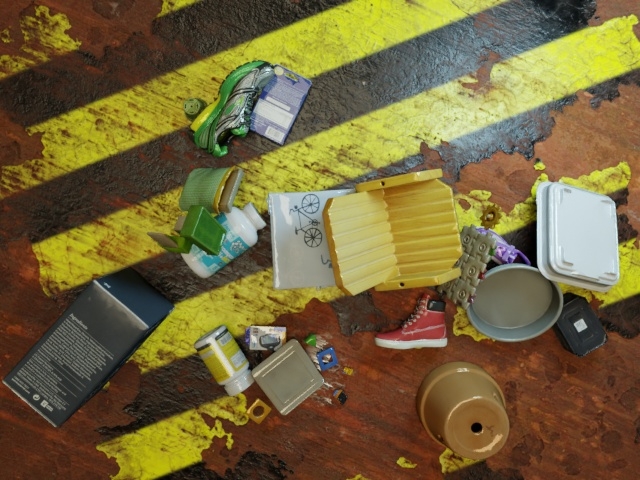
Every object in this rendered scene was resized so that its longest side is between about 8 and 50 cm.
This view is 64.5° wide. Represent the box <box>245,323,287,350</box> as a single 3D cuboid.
[{"bbox_3d":[-0.181,0.323,1.687,0.136,0.028,0.081,2,94,-3],"label":"box"}]

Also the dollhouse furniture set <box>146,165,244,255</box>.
[{"bbox_3d":[-0.375,-0.122,1.511,0.198,0.151,0.301,5,67,23],"label":"dollhouse furniture set"}]

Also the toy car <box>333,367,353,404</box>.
[{"bbox_3d":[0.079,0.489,1.708,0.041,0.060,0.121,15,73,41],"label":"toy car"}]

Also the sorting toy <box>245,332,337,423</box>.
[{"bbox_3d":[-0.109,0.445,1.663,0.348,0.047,0.195,-36,108,-14],"label":"sorting toy"}]

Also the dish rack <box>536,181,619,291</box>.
[{"bbox_3d":[0.815,-0.022,1.579,0.286,0.072,0.332,13,71,-14],"label":"dish rack"}]

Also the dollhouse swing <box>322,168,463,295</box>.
[{"bbox_3d":[0.224,-0.017,1.512,0.316,0.305,0.346,-9,94,26],"label":"dollhouse swing"}]

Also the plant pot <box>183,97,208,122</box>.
[{"bbox_3d":[-0.400,-0.417,1.606,0.084,0.079,0.083,0,95,-1],"label":"plant pot"}]

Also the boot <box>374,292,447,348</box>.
[{"bbox_3d":[0.294,0.261,1.664,0.245,0.088,0.176,-3,94,-9],"label":"boot"}]

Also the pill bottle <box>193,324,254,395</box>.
[{"bbox_3d":[-0.308,0.390,1.644,0.119,0.119,0.208,-31,94,1],"label":"pill bottle"}]

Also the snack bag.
[{"bbox_3d":[0.000,0.000,1.629,0.343,0.037,0.322,-4,96,-15],"label":"snack bag"}]

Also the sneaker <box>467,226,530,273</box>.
[{"bbox_3d":[0.584,0.037,1.641,0.237,0.104,0.095,34,94,-2],"label":"sneaker"}]

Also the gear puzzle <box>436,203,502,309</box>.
[{"bbox_3d":[0.485,0.041,1.601,0.044,0.175,0.338,15,102,-27],"label":"gear puzzle"}]

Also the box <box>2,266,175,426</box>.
[{"bbox_3d":[-0.682,0.305,1.546,0.212,0.293,0.395,42,93,-4],"label":"box"}]

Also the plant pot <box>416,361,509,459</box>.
[{"bbox_3d":[0.469,0.558,1.626,0.291,0.203,0.290,0,93,0],"label":"plant pot"}]

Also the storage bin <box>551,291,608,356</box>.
[{"bbox_3d":[0.837,0.275,1.671,0.122,0.084,0.180,-31,95,2],"label":"storage bin"}]

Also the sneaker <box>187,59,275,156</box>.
[{"bbox_3d":[-0.251,-0.405,1.576,0.146,0.134,0.343,42,100,14],"label":"sneaker"}]

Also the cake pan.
[{"bbox_3d":[0.615,0.195,1.627,0.294,0.054,0.292,3,118,7],"label":"cake pan"}]

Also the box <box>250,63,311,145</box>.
[{"bbox_3d":[-0.134,-0.435,1.630,0.137,0.036,0.225,27,95,-3],"label":"box"}]

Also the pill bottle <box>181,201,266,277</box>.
[{"bbox_3d":[-0.302,-0.009,1.603,0.264,0.146,0.146,-36,94,2],"label":"pill bottle"}]
